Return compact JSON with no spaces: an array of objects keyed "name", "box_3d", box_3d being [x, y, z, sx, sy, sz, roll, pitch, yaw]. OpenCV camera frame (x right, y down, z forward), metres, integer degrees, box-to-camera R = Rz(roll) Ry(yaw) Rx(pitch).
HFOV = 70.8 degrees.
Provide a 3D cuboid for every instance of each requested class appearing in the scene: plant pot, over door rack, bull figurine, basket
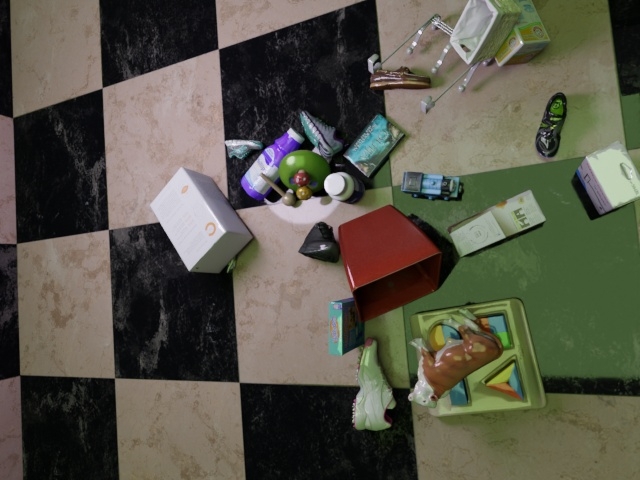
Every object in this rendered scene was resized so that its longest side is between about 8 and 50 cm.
[{"name":"plant pot","box_3d":[0.188,0.055,1.369,0.267,0.267,0.236,-23,58,-2]},{"name":"over door rack","box_3d":[0.332,-0.534,1.377,0.324,0.108,0.239,-40,70,-18]},{"name":"bull figurine","box_3d":[0.361,0.340,1.294,0.310,0.101,0.188,-38,73,14]},{"name":"basket","box_3d":[0.460,-0.597,1.255,0.103,0.167,0.113,-16,65,-21]}]

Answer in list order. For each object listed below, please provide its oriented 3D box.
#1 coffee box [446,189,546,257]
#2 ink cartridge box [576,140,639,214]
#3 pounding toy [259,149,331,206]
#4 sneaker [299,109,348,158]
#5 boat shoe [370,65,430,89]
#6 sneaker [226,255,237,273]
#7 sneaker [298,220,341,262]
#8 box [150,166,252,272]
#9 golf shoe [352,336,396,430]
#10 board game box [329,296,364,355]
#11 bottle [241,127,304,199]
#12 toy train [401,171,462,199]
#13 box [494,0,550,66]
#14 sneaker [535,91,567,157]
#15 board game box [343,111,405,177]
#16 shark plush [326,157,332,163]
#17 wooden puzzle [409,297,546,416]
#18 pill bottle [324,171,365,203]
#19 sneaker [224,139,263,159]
[{"name":"coffee box","box_3d":[0.508,-0.043,1.308,0.246,0.141,0.098,-27,78,21]},{"name":"ink cartridge box","box_3d":[0.749,-0.155,1.167,0.085,0.203,0.148,-26,77,21]},{"name":"pounding toy","box_3d":[-0.078,-0.194,1.546,0.236,0.183,0.110,-25,41,29]},{"name":"sneaker","box_3d":[0.010,-0.386,1.600,0.098,0.083,0.224,-25,66,-13]},{"name":"boat shoe","box_3d":[0.260,-0.536,1.476,0.206,0.073,0.073,10,94,24]},{"name":"sneaker","box_3d":[-0.350,0.087,1.756,0.035,0.031,0.083,20,90,33]},{"name":"sneaker","box_3d":[0.000,0.000,1.485,0.109,0.286,0.130,21,87,-18]},{"name":"box","box_3d":[-0.458,-0.074,1.718,0.215,0.168,0.345,-44,66,16]},{"name":"golf shoe","box_3d":[0.181,0.469,1.465,0.140,0.115,0.306,5,96,14]},{"name":"board game box","box_3d":[0.088,0.270,1.448,0.047,0.210,0.160,-1,87,24]},{"name":"bottle","box_3d":[-0.172,-0.282,1.647,0.283,0.092,0.118,-47,53,16]},{"name":"toy train","box_3d":[0.344,-0.172,1.406,0.184,0.105,0.080,9,92,25]},{"name":"box","box_3d":[0.553,-0.624,1.306,0.114,0.103,0.203,-14,79,-22]},{"name":"sneaker","box_3d":[0.659,-0.331,1.284,0.067,0.078,0.188,13,94,24]},{"name":"board game box","box_3d":[0.181,-0.323,1.530,0.126,0.026,0.186,45,105,20]},{"name":"shark plush","box_3d":[-0.032,-0.276,1.628,0.161,0.073,0.067,2,68,45]},{"name":"wooden puzzle","box_3d":[0.456,0.359,1.349,0.347,0.080,0.322,-14,83,24]},{"name":"pill bottle","box_3d":[0.078,-0.174,1.492,0.094,0.169,0.094,-1,87,25]},{"name":"sneaker","box_3d":[-0.291,-0.349,1.736,0.166,0.065,0.076,7,107,28]}]
